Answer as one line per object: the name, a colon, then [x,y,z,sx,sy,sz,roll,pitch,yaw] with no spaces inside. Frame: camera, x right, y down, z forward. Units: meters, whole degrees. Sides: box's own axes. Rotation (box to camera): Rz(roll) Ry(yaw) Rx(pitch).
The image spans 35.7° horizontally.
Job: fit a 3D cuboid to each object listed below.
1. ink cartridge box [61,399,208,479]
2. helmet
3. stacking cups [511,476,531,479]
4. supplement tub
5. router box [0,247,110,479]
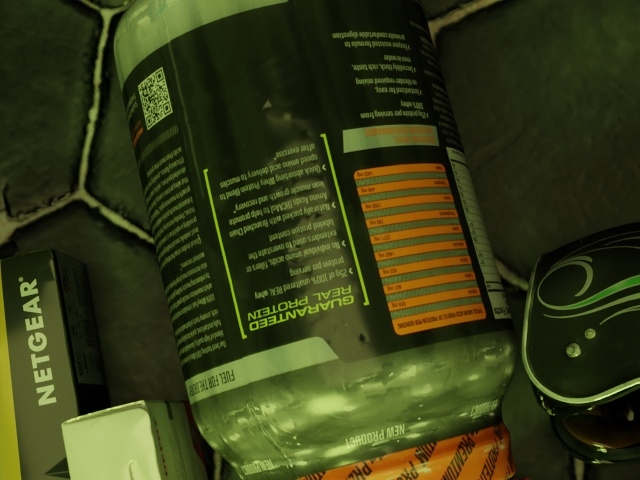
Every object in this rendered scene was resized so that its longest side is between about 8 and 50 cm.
ink cartridge box: [-0.114,0.158,0.649,0.056,0.135,0.099,-13,79,3]
helmet: [0.219,0.070,0.624,0.162,0.169,0.169,-1,80,23]
stacking cups: [0.028,0.271,0.638,0.316,0.096,0.096,-37,80,-2]
supplement tub: [0.000,0.000,0.632,0.207,0.207,0.337,-14,79,2]
router box: [-0.264,0.181,0.685,0.243,0.081,0.308,-13,80,2]
